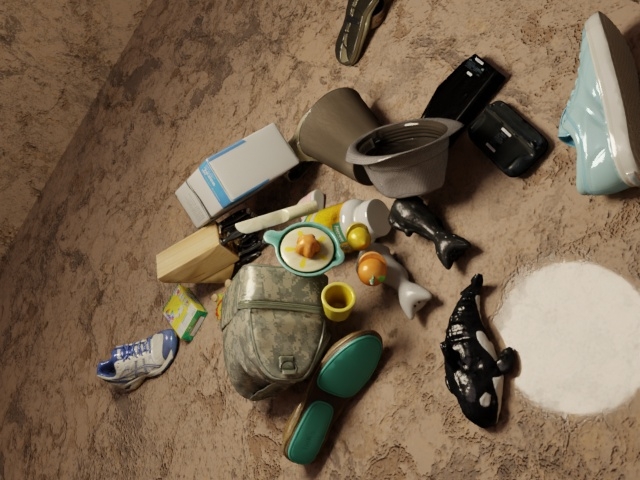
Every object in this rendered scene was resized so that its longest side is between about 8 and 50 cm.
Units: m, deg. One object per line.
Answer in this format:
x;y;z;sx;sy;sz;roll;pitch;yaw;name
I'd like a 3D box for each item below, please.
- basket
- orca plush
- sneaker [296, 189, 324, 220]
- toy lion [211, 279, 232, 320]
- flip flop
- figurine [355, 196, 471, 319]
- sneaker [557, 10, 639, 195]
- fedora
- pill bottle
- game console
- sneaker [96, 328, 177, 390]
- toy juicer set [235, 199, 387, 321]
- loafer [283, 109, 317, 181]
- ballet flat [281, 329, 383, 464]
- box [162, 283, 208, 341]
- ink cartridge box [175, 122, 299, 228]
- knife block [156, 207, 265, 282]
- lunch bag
0.078;-0.240;1.884;0.204;0.154;0.227;-51;43;7;basket
0.272;0.194;1.443;0.151;0.102;0.287;-11;61;46;orca plush
-0.031;-0.061;1.988;0.070;0.051;0.134;-21;51;44;sneaker
-0.256;0.171;2.141;0.100;0.034;0.096;-47;48;21;toy lion
0.124;-0.598;2.094;0.112;0.080;0.276;40;117;47;flip flop
0.196;0.038;1.642;0.214;0.092;0.209;-56;42;12;figurine
0.489;-0.248;1.411;0.150;0.135;0.365;-21;54;38;sneaker
0.185;-0.167;1.652;0.244;0.124;0.275;-28;23;-24;fedora
0.059;-0.030;1.808;0.208;0.118;0.117;-16;58;44;pill bottle
0.342;-0.246;1.660;0.213;0.044;0.361;-52;39;18;game console
-0.543;0.349;2.296;0.296;0.131;0.111;-40;42;27;sneaker
0.000;0.000;1.636;0.209;0.089;0.329;-37;65;-23;toy juicer set
-0.023;-0.251;2.053;0.268;0.102;0.092;-49;55;41;loafer
0.015;0.322;1.691;0.342;0.116;0.124;-63;18;9;ballet flat
-0.401;0.206;2.281;0.105;0.043;0.179;-59;40;8;box
-0.227;-0.165;2.058;0.223;0.129;0.307;-35;4;-28;ink cartridge box
-0.295;0.010;2.114;0.242;0.276;0.088;109;156;-45;knife block
-0.109;0.215;1.744;0.305;0.213;0.255;135;141;-64;lunch bag
